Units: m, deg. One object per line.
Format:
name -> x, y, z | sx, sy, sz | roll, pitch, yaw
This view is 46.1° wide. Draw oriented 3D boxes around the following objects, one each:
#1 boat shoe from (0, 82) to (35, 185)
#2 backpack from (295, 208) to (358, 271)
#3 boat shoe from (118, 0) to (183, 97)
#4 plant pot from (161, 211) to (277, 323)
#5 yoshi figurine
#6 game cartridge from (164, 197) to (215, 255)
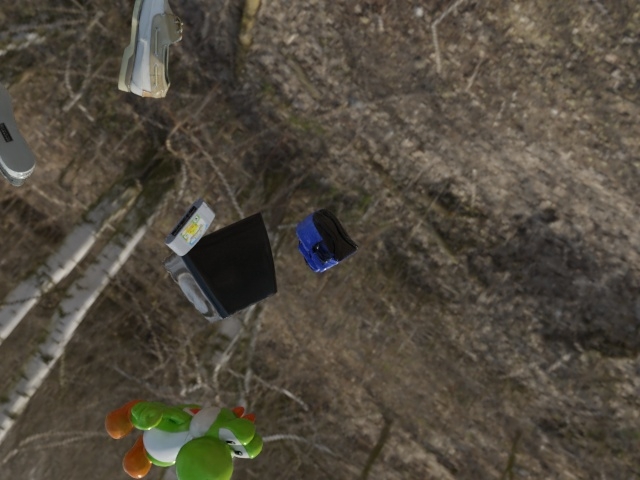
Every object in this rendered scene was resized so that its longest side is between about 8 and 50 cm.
boat shoe -> -0.605, -0.205, 1.407 | 0.070, 0.077, 0.219 | -38, 74, 51
backpack -> 0.000, 0.000, 1.615 | 0.101, 0.098, 0.120 | -30, 90, 32
boat shoe -> -0.337, -0.443, 1.560 | 0.103, 0.302, 0.113 | 16, -151, -9
plant pot -> -0.193, 0.067, 1.542 | 0.167, 0.188, 0.187 | 65, 155, 1
yoshi figurine -> -0.288, 0.419, 1.506 | 0.362, 0.203, 0.203 | -9, 157, 36
game cartridge -> -0.187, -0.018, 1.087 | 0.017, 0.083, 0.056 | 33, 170, 20
